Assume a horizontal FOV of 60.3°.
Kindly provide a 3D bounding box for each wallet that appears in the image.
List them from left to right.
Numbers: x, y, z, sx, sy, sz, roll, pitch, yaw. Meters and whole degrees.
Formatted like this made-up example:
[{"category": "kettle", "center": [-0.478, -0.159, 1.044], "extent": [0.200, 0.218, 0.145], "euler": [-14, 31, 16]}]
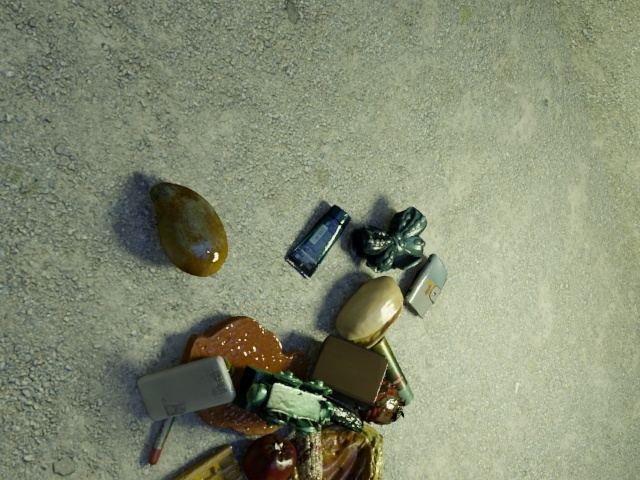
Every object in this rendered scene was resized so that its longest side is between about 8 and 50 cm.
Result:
[{"category": "wallet", "center": [0.417, 0.180, 2.180], "extent": [0.231, 0.069, 0.170], "euler": [-55, 132, -16]}]

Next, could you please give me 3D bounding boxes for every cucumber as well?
[{"category": "cucumber", "center": [0.062, 0.579, 1.870], "extent": [0.211, 0.078, 0.062], "euler": [28, 105, -22]}]

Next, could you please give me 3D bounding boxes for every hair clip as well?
[{"category": "hair clip", "center": [0.262, 0.013, 2.038], "extent": [0.310, 0.194, 0.206], "euler": [-22, 89, -27]}]

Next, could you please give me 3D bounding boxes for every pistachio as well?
[{"category": "pistachio", "center": [0.181, 0.254, 1.990], "extent": [0.299, 0.187, 0.187], "euler": [-44, 111, -18]}]

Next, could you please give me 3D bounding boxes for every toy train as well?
[{"category": "toy train", "center": [-0.107, 0.482, 1.691], "extent": [0.299, 0.238, 0.167], "euler": [27, 76, -30]}]

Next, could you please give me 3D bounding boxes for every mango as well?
[{"category": "mango", "center": [-0.398, -0.037, 1.662], "extent": [0.193, 0.146, 0.316], "euler": [-31, 91, -28]}]

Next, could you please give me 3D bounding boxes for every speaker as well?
[{"category": "speaker", "center": [0.089, 0.452, 1.870], "extent": [0.231, 0.153, 0.192], "euler": [22, 65, 6]}]

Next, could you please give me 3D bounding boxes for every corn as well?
[{"category": "corn", "center": [-0.039, 0.667, 1.825], "extent": [0.092, 0.092, 0.280], "euler": [23, 41, -29]}]

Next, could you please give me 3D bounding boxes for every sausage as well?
[{"category": "sausage", "center": [-0.471, 0.576, 1.671], "extent": [0.029, 0.029, 0.223], "euler": [27, 77, -28]}]

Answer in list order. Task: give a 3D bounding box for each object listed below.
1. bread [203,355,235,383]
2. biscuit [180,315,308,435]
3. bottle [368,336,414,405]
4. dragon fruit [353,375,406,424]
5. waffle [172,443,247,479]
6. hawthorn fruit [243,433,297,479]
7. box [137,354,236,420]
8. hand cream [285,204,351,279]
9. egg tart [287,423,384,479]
[{"category": "bread", "center": [-0.319, 0.421, 1.664], "extent": [0.130, 0.071, 0.139], "euler": [15, 83, -34]}, {"category": "biscuit", "center": [-0.248, 0.445, 1.780], "extent": [0.455, 0.078, 0.349], "euler": [40, 67, -25]}, {"category": "bottle", "center": [0.263, 0.492, 2.078], "extent": [0.082, 0.082, 0.286], "euler": [-35, 107, -26]}, {"category": "dragon fruit", "center": [0.207, 0.578, 1.991], "extent": [0.182, 0.188, 0.182], "euler": [-31, 145, -25]}, {"category": "waffle", "center": [-0.336, 0.802, 1.735], "extent": [0.221, 0.055, 0.248], "euler": [-27, 104, -28]}, {"category": "hawthorn fruit", "center": [-0.167, 0.724, 1.777], "extent": [0.169, 0.169, 0.188], "euler": [9, 121, -30]}, {"category": "box", "center": [-0.394, 0.434, 1.609], "extent": [0.285, 0.044, 0.142], "euler": [-17, 97, 14]}, {"category": "hand cream", "center": [0.000, 0.000, 1.944], "extent": [0.120, 0.061, 0.270], "euler": [43, 74, -21]}, {"category": "egg tart", "center": [0.049, 0.798, 1.886], "extent": [0.339, 0.153, 0.351], "euler": [0, 62, -1]}]
